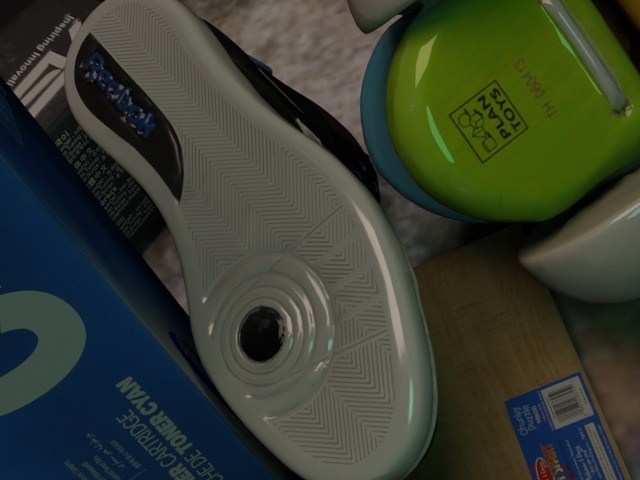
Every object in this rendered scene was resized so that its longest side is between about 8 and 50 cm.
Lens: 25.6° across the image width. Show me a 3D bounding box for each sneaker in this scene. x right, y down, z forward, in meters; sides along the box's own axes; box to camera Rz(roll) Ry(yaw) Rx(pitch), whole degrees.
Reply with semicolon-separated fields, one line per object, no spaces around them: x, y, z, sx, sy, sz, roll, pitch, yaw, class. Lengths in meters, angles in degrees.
0.000;0.000;0.515;0.079;0.121;0.217;-42;58;16;sneaker

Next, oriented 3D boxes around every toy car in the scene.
0.088;-0.072;0.512;0.182;0.159;0.136;-39;8;-21;toy car

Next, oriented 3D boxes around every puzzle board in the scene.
0.048;0.060;0.507;0.096;0.011;0.128;-23;48;7;puzzle board

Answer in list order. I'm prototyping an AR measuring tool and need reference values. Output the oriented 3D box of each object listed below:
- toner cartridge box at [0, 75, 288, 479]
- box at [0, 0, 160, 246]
-0.150;0.018;0.410;0.165;0.348;0.075;-31;47;2;toner cartridge box
-0.278;0.020;0.647;0.318;0.097;0.395;27;70;36;box
